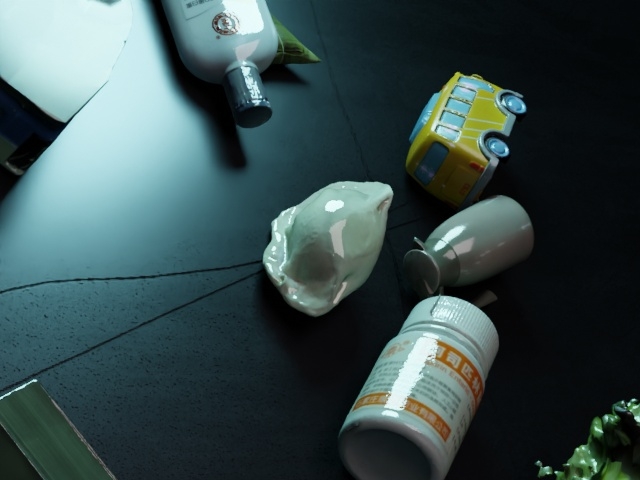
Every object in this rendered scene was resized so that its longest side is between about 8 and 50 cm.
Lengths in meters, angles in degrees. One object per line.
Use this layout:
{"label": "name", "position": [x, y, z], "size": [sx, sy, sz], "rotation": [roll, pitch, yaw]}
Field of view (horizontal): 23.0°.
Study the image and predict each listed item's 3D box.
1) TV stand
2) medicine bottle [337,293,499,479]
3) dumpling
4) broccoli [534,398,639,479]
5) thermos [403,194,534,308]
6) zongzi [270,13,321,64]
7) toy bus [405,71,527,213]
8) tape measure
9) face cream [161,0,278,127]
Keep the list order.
{"label": "TV stand", "position": [-0.258, 0.282, 1.642], "size": [0.269, 0.088, 0.083], "rotation": [51, 39, 10]}
{"label": "medicine bottle", "position": [0.126, 0.191, 1.954], "size": [0.144, 0.144, 0.252], "rotation": [37, 41, -6]}
{"label": "dumpling", "position": [0.000, 0.000, 2.038], "size": [0.151, 0.124, 0.229], "rotation": [11, 49, 22]}
{"label": "broccoli", "position": [0.392, 0.371, 1.945], "size": [0.281, 0.347, 0.293], "rotation": [-13, 22, -32]}
{"label": "thermos", "position": [0.201, 0.031, 2.169], "size": [0.193, 0.105, 0.137], "rotation": [-25, 105, -40]}
{"label": "zongzi", "position": [-0.060, -0.300, 2.257], "size": [0.113, 0.052, 0.104], "rotation": [-4, 66, -31]}
{"label": "toy bus", "position": [0.207, -0.151, 2.289], "size": [0.136, 0.126, 0.209], "rotation": [29, 45, -2]}
{"label": "tape measure", "position": [-0.389, -0.243, 1.928], "size": [0.262, 0.138, 0.259], "rotation": [32, 43, -11]}
{"label": "face cream", "position": [-0.134, -0.286, 2.171], "size": [0.144, 0.071, 0.291], "rotation": [-13, 63, -10]}
